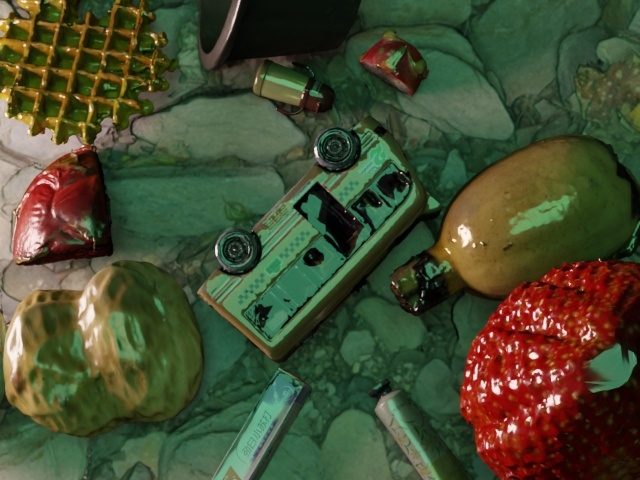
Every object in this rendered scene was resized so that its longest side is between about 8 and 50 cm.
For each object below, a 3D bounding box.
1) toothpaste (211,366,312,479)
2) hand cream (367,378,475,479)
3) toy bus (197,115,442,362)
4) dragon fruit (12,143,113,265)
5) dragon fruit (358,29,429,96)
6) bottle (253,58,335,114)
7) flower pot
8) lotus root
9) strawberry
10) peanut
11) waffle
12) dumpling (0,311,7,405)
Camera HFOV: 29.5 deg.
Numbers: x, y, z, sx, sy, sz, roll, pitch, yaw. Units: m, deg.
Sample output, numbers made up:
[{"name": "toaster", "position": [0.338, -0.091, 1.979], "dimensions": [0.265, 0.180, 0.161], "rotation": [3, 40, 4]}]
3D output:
[{"name": "toothpaste", "position": [-0.078, 0.245, 1.425], "dimensions": [0.047, 0.040, 0.196], "rotation": [29, 82, 10]}, {"name": "hand cream", "position": [0.125, 0.245, 1.411], "dimensions": [0.067, 0.042, 0.194], "rotation": [-27, 74, -45]}, {"name": "toy bus", "position": [0.000, 0.000, 1.421], "dimensions": [0.157, 0.139, 0.289], "rotation": [43, 85, 6]}, {"name": "dragon fruit", "position": [-0.313, -0.048, 1.456], "dimensions": [0.121, 0.127, 0.161], "rotation": [-5, 75, -10]}, {"name": "dragon fruit", "position": [0.094, -0.223, 1.502], "dimensions": [0.083, 0.060, 0.056], "rotation": [37, 86, 11]}, {"name": "bottle", "position": [-0.031, -0.186, 1.510], "dimensions": [0.101, 0.047, 0.063], "rotation": [20, 116, 2]}, {"name": "flower pot", "position": [-0.041, -0.321, 1.456], "dimensions": [0.166, 0.269, 0.269], "rotation": [11, 78, -19]}, {"name": "lotus root", "position": [0.221, -0.007, 1.389], "dimensions": [0.310, 0.183, 0.182], "rotation": [-27, 79, -1]}, {"name": "strawberry", "position": [0.267, 0.149, 1.251], "dimensions": [0.239, 0.288, 0.250], "rotation": [-19, 82, -3]}, {"name": "peanut", "position": [-0.255, 0.131, 1.420], "dimensions": [0.233, 0.110, 0.196], "rotation": [-18, 83, -1]}, {"name": "waffle", "position": [-0.302, -0.223, 1.509], "dimensions": [0.229, 0.051, 0.231], "rotation": [-31, 69, -13]}, {"name": "dumpling", "position": [-0.436, 0.161, 1.441], "dimensions": [0.134, 0.100, 0.169], "rotation": [-1, 88, 34]}]
